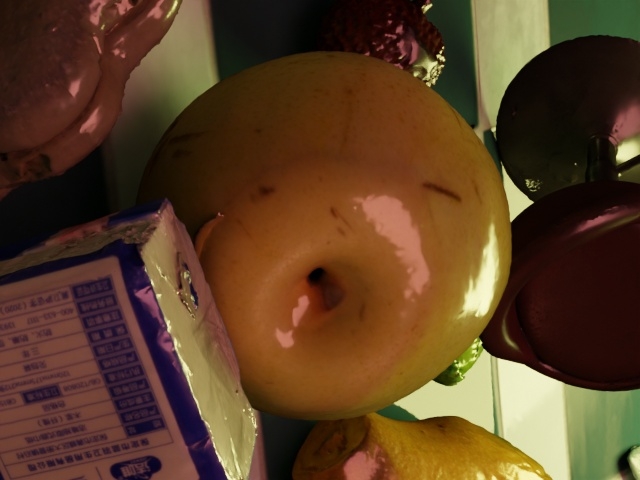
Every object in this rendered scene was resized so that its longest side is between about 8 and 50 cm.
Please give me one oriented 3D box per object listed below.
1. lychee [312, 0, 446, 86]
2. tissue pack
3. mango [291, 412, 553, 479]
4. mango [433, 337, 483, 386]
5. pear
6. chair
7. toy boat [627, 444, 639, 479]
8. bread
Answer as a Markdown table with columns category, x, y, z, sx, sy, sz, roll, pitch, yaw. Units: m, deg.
| category | x | y | z | sx | sy | sz | roll | pitch | yaw |
| --- | --- | --- | --- | --- | --- | --- | --- | --- | --- |
| lychee | 0.049 | -0.173 | 1.339 | 0.129 | 0.123 | 0.123 | -28 | 120 | -11 |
| tissue pack | -0.198 | 0.098 | 0.994 | 0.137 | 0.269 | 0.209 | -82 | 154 | -62 |
| mango | 0.114 | 0.265 | 1.469 | 0.359 | 0.144 | 0.187 | 14 | 70 | -42 |
| mango | 0.122 | 0.057 | 1.469 | 0.119 | 0.100 | 0.178 | -24 | 119 | -53 |
| pear | 0.000 | 0.000 | 1.165 | 0.309 | 0.309 | 0.309 | -11 | 105 | -47 |
| chair | 0.266 | -0.016 | 1.401 | 0.401 | 0.226 | 0.227 | -72 | 148 | -58 |
| toy boat | 0.466 | 0.367 | 1.938 | 0.206 | 0.096 | 0.282 | -46 | 115 | -41 |
| bread | -0.194 | -0.144 | 1.028 | 0.337 | 0.183 | 0.102 | -63 | 143 | -18 |
